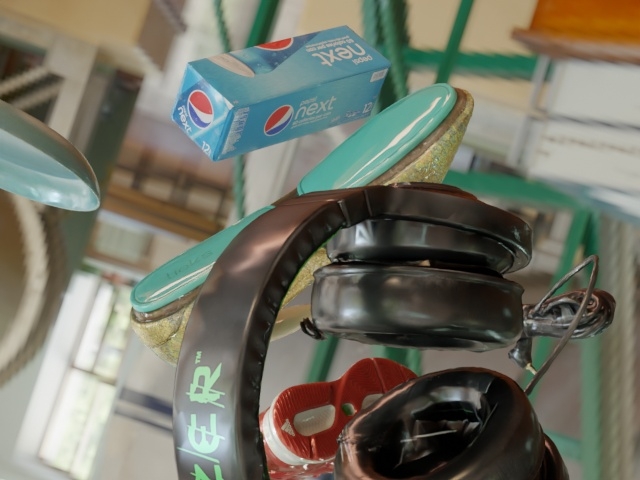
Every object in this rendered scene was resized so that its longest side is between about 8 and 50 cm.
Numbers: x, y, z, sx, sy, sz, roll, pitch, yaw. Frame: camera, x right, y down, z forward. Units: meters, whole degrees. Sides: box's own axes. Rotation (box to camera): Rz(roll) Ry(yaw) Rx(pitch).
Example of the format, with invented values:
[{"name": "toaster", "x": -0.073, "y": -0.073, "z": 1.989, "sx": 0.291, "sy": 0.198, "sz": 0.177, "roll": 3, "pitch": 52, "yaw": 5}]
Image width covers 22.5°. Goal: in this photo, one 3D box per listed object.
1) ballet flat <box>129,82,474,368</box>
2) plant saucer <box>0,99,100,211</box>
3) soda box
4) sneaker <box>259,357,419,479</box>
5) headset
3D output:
[{"name": "ballet flat", "x": 0.000, "y": 0.000, "z": 1.379, "sx": 0.123, "sy": 0.348, "sz": 0.123, "roll": 55, "pitch": -177, "yaw": -5}, {"name": "plant saucer", "x": -0.407, "y": -0.125, "z": 1.965, "sx": 0.317, "sy": 0.044, "sz": 0.317, "roll": 22, "pitch": 166, "yaw": 6}, {"name": "soda box", "x": -0.035, "y": -0.141, "z": 1.511, "sx": 0.210, "sy": 0.067, "sz": 0.071, "roll": -19, "pitch": -126, "yaw": -42}, {"name": "sneaker", "x": -0.004, "y": 0.162, "z": 1.329, "sx": 0.128, "sy": 0.087, "sz": 0.221, "roll": -33, "pitch": 157, "yaw": 34}, {"name": "headset", "x": 0.048, "y": 0.082, "z": 0.954, "sx": 0.185, "sy": 0.243, "sz": 0.394, "roll": -4, "pitch": -172, "yaw": 41}]
